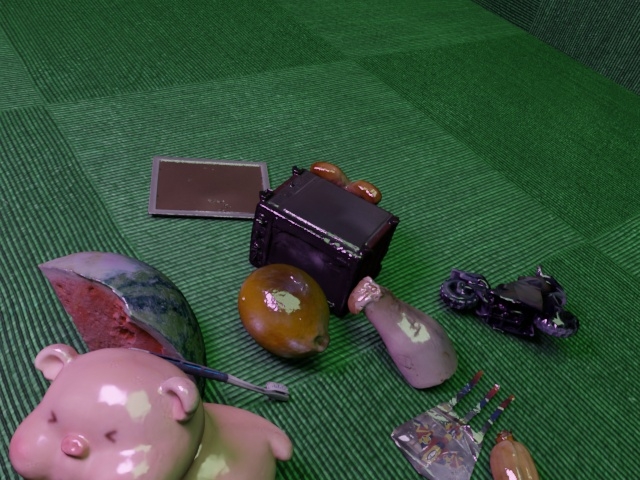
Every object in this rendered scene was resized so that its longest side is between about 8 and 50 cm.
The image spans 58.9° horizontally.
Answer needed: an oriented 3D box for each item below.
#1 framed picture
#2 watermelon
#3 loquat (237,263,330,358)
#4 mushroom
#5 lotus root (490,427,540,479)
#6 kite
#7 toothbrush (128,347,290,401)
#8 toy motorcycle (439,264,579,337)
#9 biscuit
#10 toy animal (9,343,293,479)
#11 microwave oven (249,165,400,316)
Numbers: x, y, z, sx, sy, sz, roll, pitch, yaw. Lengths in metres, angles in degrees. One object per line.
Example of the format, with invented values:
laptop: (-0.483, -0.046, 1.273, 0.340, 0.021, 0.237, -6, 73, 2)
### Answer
framed picture: (-0.249, -0.121, 1.303, 0.273, 0.016, 0.216, 2, 42, -13)
watermelon: (-0.302, 0.117, 0.913, 0.176, 0.260, 0.256, -28, 38, -22)
loquat: (-0.059, 0.126, 0.992, 0.152, 0.152, 0.195, -24, 45, -35)
mushroom: (0.151, 0.156, 1.016, 0.116, 0.093, 0.225, -40, 97, -31)
lotus root: (0.303, 0.364, 0.886, 0.073, 0.062, 0.150, 11, 41, -14)
kite: (0.237, 0.312, 0.960, 0.245, 0.015, 0.141, -31, 59, -34)
toothbrush: (-0.163, 0.205, 0.870, 0.288, 0.024, 0.026, 24, 27, -32)
toy motorcycle: (0.386, 0.114, 1.154, 0.270, 0.106, 0.159, 17, 37, 20)
biscuit: (0.066, -0.092, 1.230, 0.164, 0.208, 0.047, 27, 77, 17)
toy animal: (-0.224, 0.272, 0.706, 0.345, 0.247, 0.278, 20, 42, 7)
microwave oven: (0.000, 0.001, 1.118, 0.247, 0.178, 0.188, 30, 42, 18)
